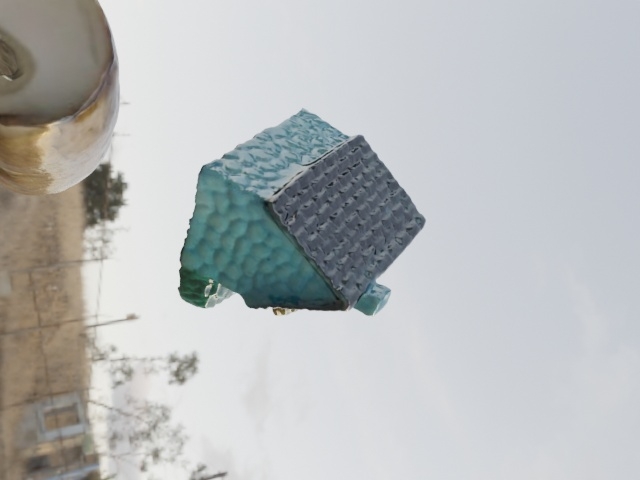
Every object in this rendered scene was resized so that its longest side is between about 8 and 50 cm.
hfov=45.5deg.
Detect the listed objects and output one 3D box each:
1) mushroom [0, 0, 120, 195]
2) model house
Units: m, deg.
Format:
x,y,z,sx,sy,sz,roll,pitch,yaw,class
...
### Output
x,y,z,sx,sy,sz,roll,pitch,yaw,class
-0.370,-0.177,1.043,0.313,0.224,0.397,49,-23,17,mushroom
0.000,0.000,0.941,0.241,0.261,0.226,27,-52,17,model house
